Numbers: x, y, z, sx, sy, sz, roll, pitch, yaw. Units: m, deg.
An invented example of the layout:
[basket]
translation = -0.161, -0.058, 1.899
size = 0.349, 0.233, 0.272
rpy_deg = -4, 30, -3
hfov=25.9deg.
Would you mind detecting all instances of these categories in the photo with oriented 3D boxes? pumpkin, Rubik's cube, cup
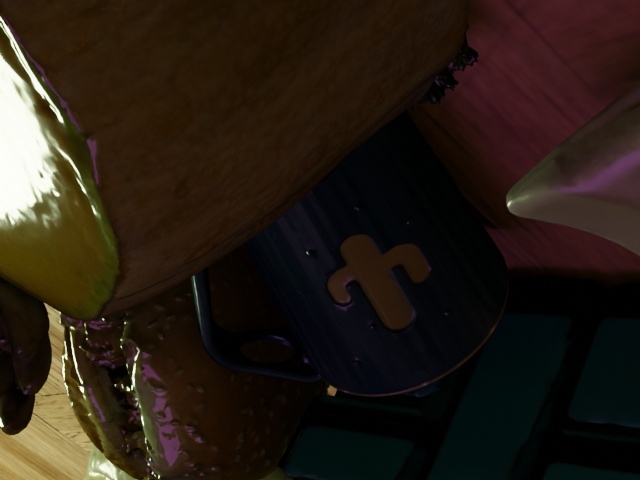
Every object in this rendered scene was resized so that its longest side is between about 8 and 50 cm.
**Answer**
[pumpkin]
translation = -0.119, -0.115, 0.595
size = 0.332, 0.199, 0.332
rpy_deg = 27, 151, 17
[Rubik's cube]
translation = 0.152, 0.209, 0.865
size = 0.283, 0.288, 0.293
rpy_deg = 5, 147, 38
[cup]
translation = 0.000, 0.000, 0.782
size = 0.155, 0.176, 0.131
rpy_deg = 60, -176, -38

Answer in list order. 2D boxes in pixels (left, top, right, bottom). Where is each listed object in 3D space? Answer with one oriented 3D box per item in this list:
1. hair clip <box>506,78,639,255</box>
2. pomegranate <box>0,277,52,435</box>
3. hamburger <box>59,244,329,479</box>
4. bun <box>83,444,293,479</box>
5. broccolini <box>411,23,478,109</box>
[hair clip]
translation = 0.235, -0.031, 0.580
size = 0.172, 0.113, 0.282
rpy_deg = 38, 156, -18
[pomegranate]
translation = -0.239, -0.035, 0.800
size = 0.242, 0.242, 0.306
rpy_deg = 43, 177, -28
[hamburger]
translation = -0.064, 0.065, 0.917
size = 0.122, 0.215, 0.189
rpy_deg = 1, 113, 35
[bun]
translation = -0.115, 0.246, 1.287
size = 0.244, 0.153, 0.244
rpy_deg = 25, 160, 10
[broccolini]
translation = 0.019, -0.158, 0.616
size = 0.054, 0.051, 0.239
rpy_deg = 22, 149, 40
